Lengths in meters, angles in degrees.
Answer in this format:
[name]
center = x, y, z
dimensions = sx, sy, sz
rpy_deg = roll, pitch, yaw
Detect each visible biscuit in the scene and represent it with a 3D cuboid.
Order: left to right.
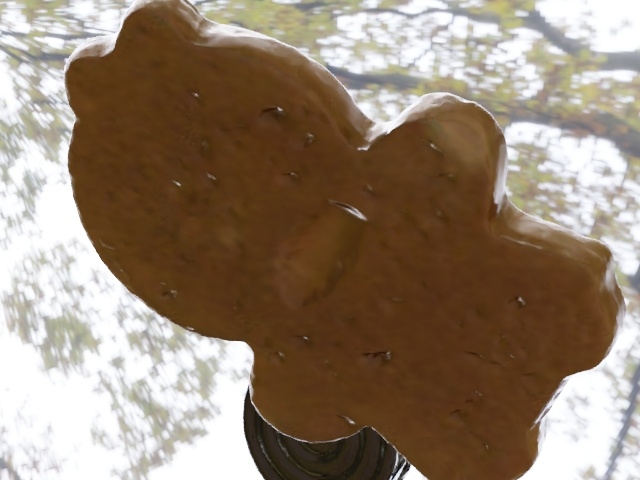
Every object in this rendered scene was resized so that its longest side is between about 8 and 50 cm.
[biscuit]
center = 0.002, 0.004, 0.500
dimensions = 0.184, 0.027, 0.133
rpy_deg = 21, -55, 11

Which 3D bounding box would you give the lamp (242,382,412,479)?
[lamp]
center = -0.040, 0.221, 0.590
dimensions = 0.130, 0.108, 0.371
rpy_deg = 27, -72, 28
